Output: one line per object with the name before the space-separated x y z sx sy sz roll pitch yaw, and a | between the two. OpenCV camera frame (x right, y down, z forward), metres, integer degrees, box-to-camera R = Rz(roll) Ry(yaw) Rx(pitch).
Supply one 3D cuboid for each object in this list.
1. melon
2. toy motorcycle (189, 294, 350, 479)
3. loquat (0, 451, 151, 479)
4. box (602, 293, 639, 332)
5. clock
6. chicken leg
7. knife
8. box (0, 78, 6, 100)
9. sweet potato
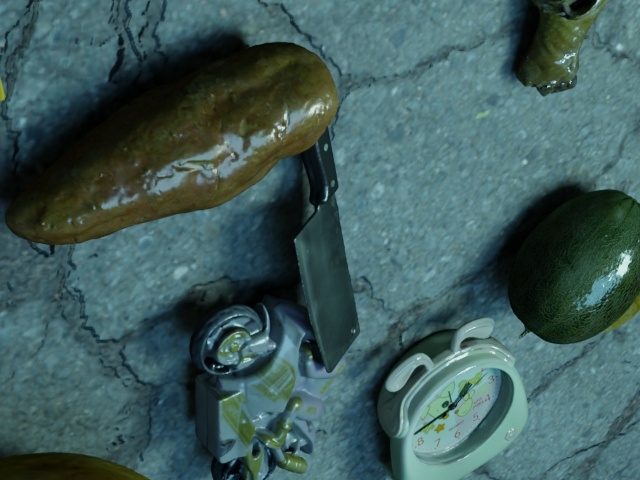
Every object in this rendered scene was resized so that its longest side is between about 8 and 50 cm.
melon | 0.240 0.029 1.436 0.167 0.114 0.114 -49 139 5
toy motorcycle | -0.037 0.119 1.324 0.152 0.073 0.225 -28 137 -23
loquat | -0.238 0.306 1.150 0.359 0.328 0.328 31 103 -17
box | 0.288 0.042 1.547 0.105 0.037 0.106 -22 135 -24
clock | 0.121 0.152 1.487 0.151 0.062 0.191 -30 137 -15
chicken leg | 0.209 -0.200 1.251 0.125 0.080 0.196 -9 131 -50
knife | 0.000 0.000 1.242 0.072 0.019 0.245 -52 141 -45
box | -0.338 -0.146 0.712 0.283 0.259 0.214 -26 139 -19
sweet potato | -0.106 -0.061 1.103 0.251 0.097 0.097 -29 137 -11
